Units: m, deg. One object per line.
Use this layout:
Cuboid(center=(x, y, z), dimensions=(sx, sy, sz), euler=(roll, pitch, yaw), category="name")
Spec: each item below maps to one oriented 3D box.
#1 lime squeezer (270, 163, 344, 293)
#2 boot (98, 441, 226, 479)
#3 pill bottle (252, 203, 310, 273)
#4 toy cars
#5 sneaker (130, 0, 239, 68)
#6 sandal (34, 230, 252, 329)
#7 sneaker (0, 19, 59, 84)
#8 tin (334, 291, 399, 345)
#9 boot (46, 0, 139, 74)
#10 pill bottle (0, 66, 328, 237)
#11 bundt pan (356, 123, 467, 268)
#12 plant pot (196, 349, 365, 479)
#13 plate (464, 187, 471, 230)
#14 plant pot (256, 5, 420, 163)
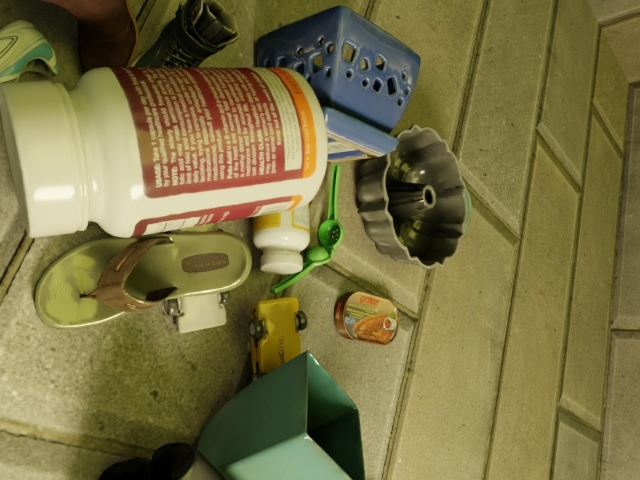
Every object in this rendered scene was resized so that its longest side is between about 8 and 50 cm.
Cuboid(center=(0.000, 0.000, 1.069), dimensions=(0.310, 0.059, 0.110), euler=(-63, 156, -26), category="lime squeezer")
Cuboid(center=(-0.066, 0.444, 0.765), dimensions=(0.445, 0.367, 0.146), euler=(56, 10, -16), category="boot")
Cuboid(center=(-0.071, -0.037, 0.970), dimensions=(0.103, 0.103, 0.184), euler=(16, 65, -42), category="pill bottle")
Cuboid(center=(-0.149, 0.120, 0.912), dimensions=(0.393, 0.087, 0.176), euler=(50, 66, -24), category="toy cars")
Cuboid(center=(-0.217, -0.283, 0.830), dimensions=(0.086, 0.163, 0.226), euler=(35, 64, -38), category="sneaker")
Cuboid(center=(-0.247, 0.045, 0.757), dimensions=(0.303, 0.086, 0.120), euler=(-14, 95, -13), category="sandal")
Cuboid(center=(-0.433, -0.194, 0.662), dimensions=(0.237, 0.085, 0.086), euler=(-48, 113, -35), category="sneaker")
Cuboid(center=(0.104, 0.173, 1.186), dimensions=(0.190, 0.040, 0.106), euler=(21, 76, -41), category="tin")
Cuboid(center=(-0.311, -0.308, 0.683), dimensions=(0.207, 0.090, 0.248), euler=(-64, 176, -65), category="boot")
Cuboid(center=(-0.208, -0.127, 0.750), dimensions=(0.392, 0.224, 0.223), euler=(-11, 94, -32), category="pill bottle")
Cuboid(center=(0.205, -0.094, 1.250), dimensions=(0.331, 0.124, 0.330), euler=(7, 80, -44), category="bundt pan")
Cuboid(center=(-0.074, 0.326, 0.845), dimensions=(0.165, 0.234, 0.165), euler=(53, 17, -26), category="plant pot")
Cuboid(center=(0.378, -0.101, 1.490), dimensions=(0.188, 0.024, 0.188), euler=(7, 80, -44), category="plate")
Cuboid(center=(0.023, -0.273, 1.021), dimensions=(0.236, 0.236, 0.212), euler=(13, 82, -44), category="plant pot")
